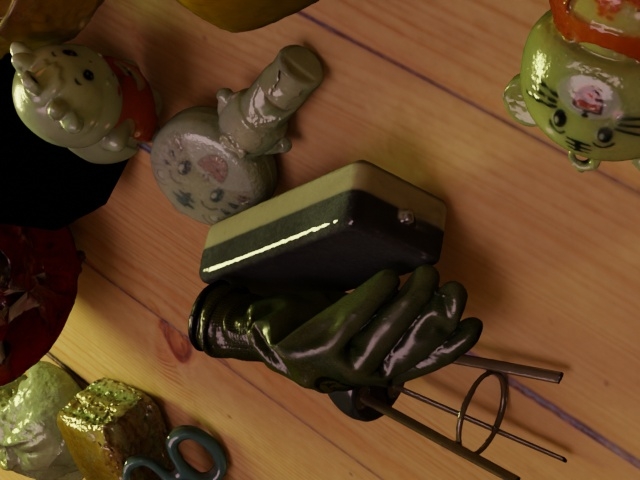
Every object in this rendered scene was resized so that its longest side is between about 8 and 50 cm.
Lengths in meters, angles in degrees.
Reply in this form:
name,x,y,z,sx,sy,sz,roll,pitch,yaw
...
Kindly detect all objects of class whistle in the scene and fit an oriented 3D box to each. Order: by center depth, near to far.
name,x,y,z,sx,sy,sz,roll,pitch,yaw
whistle,0.193,-0.156,0.681,0.131,0.106,0.288,26,135,21
whistle,-0.078,-0.095,1.045,0.126,0.067,0.258,39,139,-8
whistle,-0.211,-0.126,1.049,0.106,0.253,0.101,-9,82,14

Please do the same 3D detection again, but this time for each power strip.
name,x,y,z,sx,sy,sz,roll,pitch,yaw
power strip,0.000,0.000,1.002,0.105,0.070,0.257,23,156,-31

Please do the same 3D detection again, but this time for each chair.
name,x,y,z,sx,sy,sz,roll,pitch,yaw
chair,0.114,0.147,1.017,0.222,0.104,0.095,19,161,32

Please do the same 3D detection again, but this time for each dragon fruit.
name,x,y,z,sx,sy,sz,roll,pitch,yaw
dragon fruit,-0.435,0.037,1.343,0.295,0.296,0.302,61,156,-10

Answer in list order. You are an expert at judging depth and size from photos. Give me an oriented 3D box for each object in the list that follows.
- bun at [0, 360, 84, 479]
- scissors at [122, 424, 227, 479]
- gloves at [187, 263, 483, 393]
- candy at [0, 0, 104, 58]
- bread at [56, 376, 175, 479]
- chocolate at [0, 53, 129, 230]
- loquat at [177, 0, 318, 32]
name,x,y,z,sx,sy,sz,roll,pitch,yaw
bun,-0.420,0.274,1.635,0.204,0.126,0.212,38,139,15
scissors,-0.131,0.367,1.449,0.289,0.138,0.041,54,-172,-18
gloves,0.011,0.079,0.975,0.268,0.135,0.107,-5,95,28
candy,-0.283,-0.298,1.011,0.260,0.118,0.259,9,102,43
bread,-0.263,0.292,1.505,0.138,0.102,0.196,13,129,44
chocolate,-0.333,-0.151,1.193,0.206,0.224,0.177,-57,47,26
loquat,-0.065,-0.276,0.771,0.213,0.213,0.246,16,143,38
